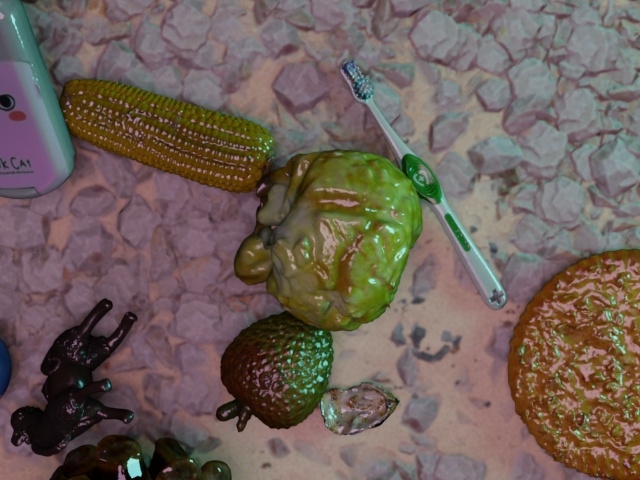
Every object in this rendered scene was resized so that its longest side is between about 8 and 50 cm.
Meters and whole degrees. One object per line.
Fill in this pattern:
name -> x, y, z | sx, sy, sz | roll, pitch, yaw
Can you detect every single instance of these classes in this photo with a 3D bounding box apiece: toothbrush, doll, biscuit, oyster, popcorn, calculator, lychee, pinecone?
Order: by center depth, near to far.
popcorn -> 0.000, 0.000, 1.743 | 0.212, 0.198, 0.198 | 3, 99, 37
calculator -> -0.332, -0.151, 1.746 | 0.141, 0.045, 0.246 | 1, 123, 25
pinecone -> -0.191, 0.291, 1.771 | 0.229, 0.201, 0.202 | -22, 103, 0
lychee -> -0.047, 0.137, 1.790 | 0.114, 0.114, 0.146 | 41, 78, -3
toothbrush -> 0.107, -0.057, 1.800 | 0.030, 0.030, 0.304 | -32, 97, 7
biscuit -> 0.319, 0.131, 1.806 | 0.254, 0.035, 0.254 | 0, 97, 4
doll -> -0.261, 0.153, 1.807 | 0.165, 0.057, 0.139 | -26, 52, 30
oyster -> 0.042, 0.175, 1.835 | 0.083, 0.019, 0.054 | -10, 95, 6

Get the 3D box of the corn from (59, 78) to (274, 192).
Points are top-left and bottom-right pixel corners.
corn -> -0.159, -0.108, 1.777 | 0.231, 0.080, 0.080 | 17, 98, 0

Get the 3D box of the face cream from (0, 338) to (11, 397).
face cream -> -0.446, 0.167, 1.822 | 0.264, 0.083, 0.149 | -26, 119, 6
